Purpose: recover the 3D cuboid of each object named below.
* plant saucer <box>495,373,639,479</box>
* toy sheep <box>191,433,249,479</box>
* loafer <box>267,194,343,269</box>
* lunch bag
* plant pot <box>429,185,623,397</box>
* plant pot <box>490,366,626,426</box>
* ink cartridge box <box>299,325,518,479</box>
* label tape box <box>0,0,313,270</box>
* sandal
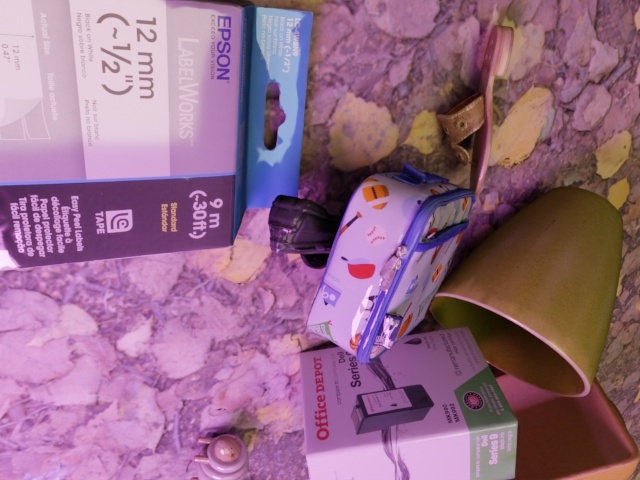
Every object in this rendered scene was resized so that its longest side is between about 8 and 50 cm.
[{"bbox_3d":[0.322,0.341,0.836,0.333,0.333,0.080,-26,95,18],"label":"plant saucer"},{"bbox_3d":[-0.159,0.359,0.799,0.091,0.091,0.132,-5,130,-26],"label":"toy sheep"},{"bbox_3d":[0.000,0.000,0.668,0.223,0.076,0.078,20,85,-60],"label":"loafer"},{"bbox_3d":[0.108,0.018,0.667,0.303,0.115,0.243,-17,132,-63],"label":"lunch bag"},{"bbox_3d":[0.378,0.060,0.843,0.293,0.275,0.274,-52,128,-15],"label":"plant pot"},{"bbox_3d":[0.455,0.377,1.053,0.229,0.263,0.263,36,95,-19],"label":"plant pot"},{"bbox_3d":[0.118,0.261,0.764,0.290,0.211,0.121,-9,119,0],"label":"ink cartridge box"},{"bbox_3d":[-0.158,-0.118,0.512,0.348,0.115,0.248,-5,118,-24],"label":"label tape box"},{"bbox_3d":[0.214,-0.192,0.736,0.079,0.088,0.239,8,106,2],"label":"sandal"}]
